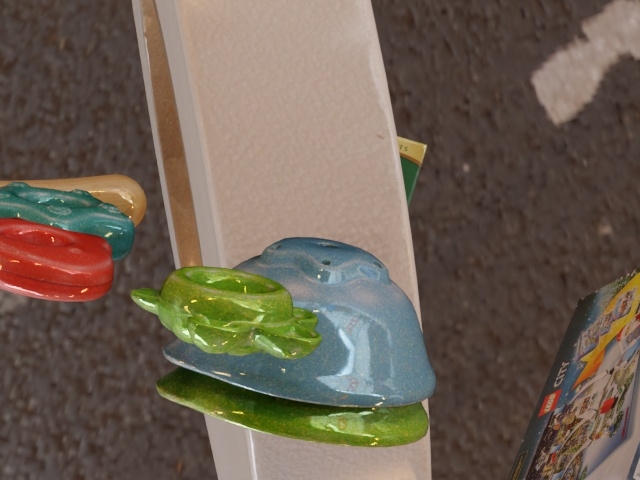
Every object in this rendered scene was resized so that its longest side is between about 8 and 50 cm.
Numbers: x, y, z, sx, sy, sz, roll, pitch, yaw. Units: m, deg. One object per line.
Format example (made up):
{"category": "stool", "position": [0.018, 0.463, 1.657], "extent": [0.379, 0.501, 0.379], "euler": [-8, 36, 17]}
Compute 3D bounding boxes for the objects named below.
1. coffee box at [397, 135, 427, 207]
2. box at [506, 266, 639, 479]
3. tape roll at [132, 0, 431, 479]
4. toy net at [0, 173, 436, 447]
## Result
{"category": "coffee box", "position": [0.000, 0.000, 1.294], "extent": [0.113, 0.040, 0.184], "euler": [19, 80, 3]}
{"category": "box", "position": [0.217, 0.113, 1.264], "extent": [0.044, 0.233, 0.159], "euler": [37, 144, -13]}
{"category": "tape roll", "position": [-0.030, -0.032, 0.780], "extent": [0.072, 0.392, 0.392], "euler": [-10, 116, -6]}
{"category": "toy net", "position": [-0.086, 0.006, 0.460], "extent": [0.232, 0.122, 0.045], "euler": [15, 102, 25]}
